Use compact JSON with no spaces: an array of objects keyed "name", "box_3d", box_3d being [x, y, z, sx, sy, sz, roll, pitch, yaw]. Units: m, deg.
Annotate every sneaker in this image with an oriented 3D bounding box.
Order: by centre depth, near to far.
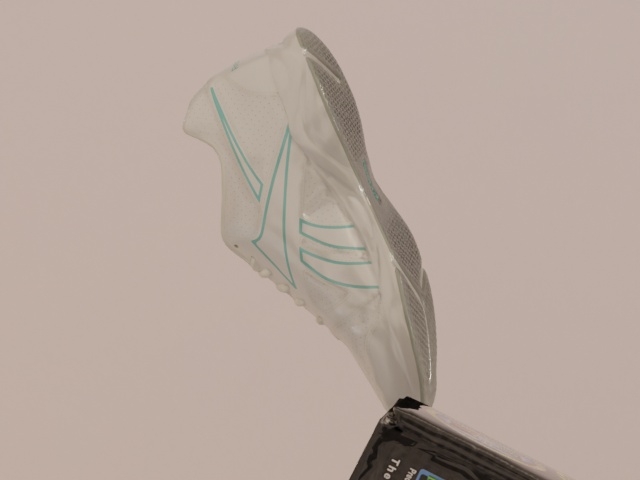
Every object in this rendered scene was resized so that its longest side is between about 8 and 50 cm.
[{"name":"sneaker","box_3d":[0.000,0.000,0.579,0.061,0.054,0.152,-21,-82,15]}]

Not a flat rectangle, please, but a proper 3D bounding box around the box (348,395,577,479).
[{"name":"box","box_3d":[0.060,0.215,0.479,0.216,0.060,0.270,27,-88,8]}]
